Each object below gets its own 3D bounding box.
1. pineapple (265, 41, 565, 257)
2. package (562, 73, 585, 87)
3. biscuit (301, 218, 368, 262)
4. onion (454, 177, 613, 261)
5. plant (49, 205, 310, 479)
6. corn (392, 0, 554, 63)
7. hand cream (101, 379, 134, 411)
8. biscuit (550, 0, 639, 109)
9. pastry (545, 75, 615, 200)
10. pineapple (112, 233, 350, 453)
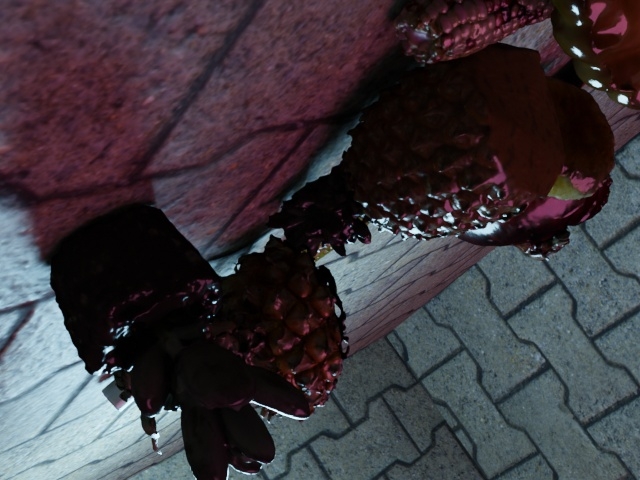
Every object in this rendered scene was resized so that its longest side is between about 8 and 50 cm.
[{"bbox_3d":[0.087,-0.082,0.983,0.362,0.202,0.202,-21,179,38],"label":"pineapple"},{"bbox_3d":[0.467,-0.289,1.434,0.194,0.071,0.269,-21,176,-37],"label":"package"},{"bbox_3d":[0.000,0.000,1.345,0.254,0.029,0.172,-37,167,6],"label":"biscuit"},{"bbox_3d":[0.358,-0.079,1.504,0.314,0.232,0.314,-16,-175,1],"label":"onion"},{"bbox_3d":[-0.138,0.106,0.812,0.146,0.274,0.149,-37,170,-20],"label":"plant"},{"bbox_3d":[0.200,-0.245,0.807,0.280,0.092,0.092,-31,167,-14],"label":"corn"},{"bbox_3d":[-0.266,0.197,1.362,0.174,0.047,0.076,-41,168,-14],"label":"hand cream"},{"bbox_3d":[0.309,-0.274,0.726,0.325,0.107,0.326,-22,132,-26],"label":"biscuit"},{"bbox_3d":[0.353,-0.153,1.291,0.192,0.182,0.093,17,151,-25],"label":"pastry"},{"bbox_3d":[-0.143,0.132,1.089,0.271,0.262,0.262,-9,153,-40],"label":"pineapple"}]
